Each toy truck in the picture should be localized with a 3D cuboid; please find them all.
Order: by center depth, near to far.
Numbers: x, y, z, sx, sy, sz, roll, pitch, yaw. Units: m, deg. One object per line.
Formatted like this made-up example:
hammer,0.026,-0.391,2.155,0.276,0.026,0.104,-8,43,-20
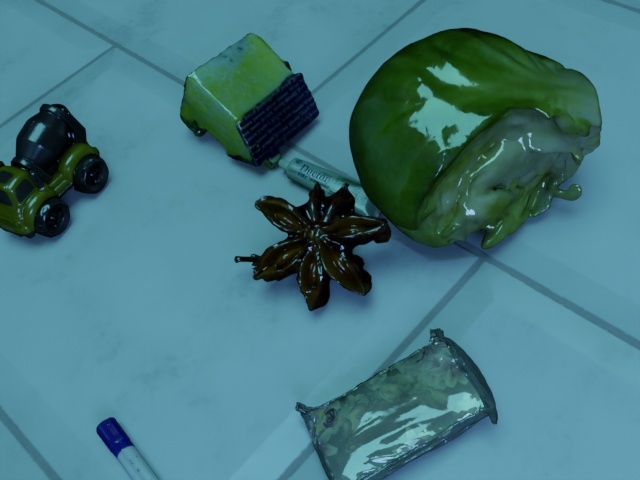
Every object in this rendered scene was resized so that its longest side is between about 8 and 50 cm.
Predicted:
toy truck,-0.505,-0.125,1.302,0.147,0.165,0.224,18,58,23

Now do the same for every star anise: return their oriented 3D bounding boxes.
star anise,0.000,0.000,1.121,0.220,0.125,0.190,30,102,18

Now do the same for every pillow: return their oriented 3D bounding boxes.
pillow,0.102,0.232,0.972,0.254,0.059,0.169,-26,52,-7

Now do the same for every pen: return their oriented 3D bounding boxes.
pen,-0.223,0.336,0.971,0.033,0.033,0.269,-38,55,-18

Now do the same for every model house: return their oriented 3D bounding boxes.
model house,-0.121,-0.242,1.360,0.211,0.170,0.194,44,61,5

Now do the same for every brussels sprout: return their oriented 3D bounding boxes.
brussels sprout,0.228,-0.171,1.121,0.371,0.276,0.315,-16,54,-3

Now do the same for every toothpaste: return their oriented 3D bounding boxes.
toothpaste,0.017,-0.096,1.258,0.218,0.041,0.064,26,72,25
